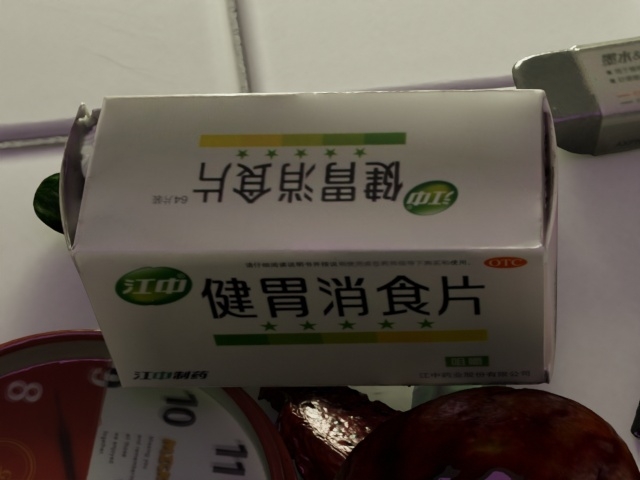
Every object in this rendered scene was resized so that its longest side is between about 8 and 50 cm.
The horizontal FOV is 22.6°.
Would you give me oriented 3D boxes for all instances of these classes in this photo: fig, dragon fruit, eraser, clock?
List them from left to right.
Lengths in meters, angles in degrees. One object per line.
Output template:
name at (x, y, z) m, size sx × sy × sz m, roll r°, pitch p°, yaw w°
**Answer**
clock at (-0.172, 0.200, 1.138) m, size 0.318 × 0.080 × 0.318 m, roll 2°, pitch 49°, yaw -2°
dragon fruit at (0.001, 0.156, 1.202) m, size 0.131 × 0.063 × 0.097 m, roll 22°, pitch 28°, yaw 22°
fig at (0.111, 0.201, 1.067) m, size 0.224 × 0.224 × 0.263 m, roll 40°, pitch 57°, yaw 22°
eraser at (0.339, -0.139, 1.400) m, size 0.352 × 0.061 × 0.089 m, roll -9°, pitch 57°, yaw -8°

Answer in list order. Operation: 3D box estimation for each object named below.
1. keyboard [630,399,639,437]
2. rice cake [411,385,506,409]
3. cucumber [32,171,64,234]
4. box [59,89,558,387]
keyboard at (0.310, 0.069, 1.279) m, size 0.072 × 0.023 × 0.231 m, roll 18°, pitch 57°, yaw 13°
rice cake at (0.128, 0.029, 1.289) m, size 0.081 × 0.051 × 0.290 m, roll -13°, pitch 48°, yaw 30°
cucumber at (-0.117, -0.010, 1.288) m, size 0.241 × 0.074 × 0.074 m, roll 16°, pitch 56°, yaw 12°
box at (-0.002, 0.000, 1.121) m, size 0.333 × 0.173 × 0.145 m, roll 0°, pitch 52°, yaw 7°
